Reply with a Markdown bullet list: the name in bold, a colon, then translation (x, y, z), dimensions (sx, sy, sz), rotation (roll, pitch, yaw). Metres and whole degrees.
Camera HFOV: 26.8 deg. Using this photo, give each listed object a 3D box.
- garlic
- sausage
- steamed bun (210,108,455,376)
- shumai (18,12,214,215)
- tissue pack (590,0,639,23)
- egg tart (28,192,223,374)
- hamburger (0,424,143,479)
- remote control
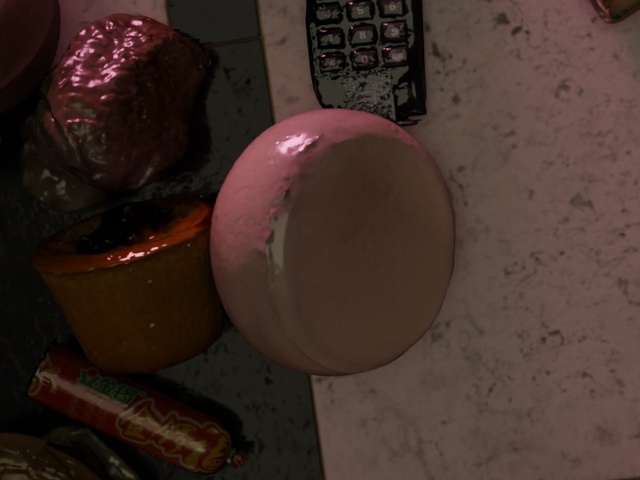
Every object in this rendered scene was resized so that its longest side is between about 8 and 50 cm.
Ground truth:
- **garlic**: translation (-0.373, -0.184, 1.446), dimensions (0.132, 0.325, 0.279), rotation (35, 130, -17)
- **sausage**: translation (-0.206, 0.199, 1.542), dimensions (0.264, 0.083, 0.083), rotation (24, 96, 3)
- **steamed bun**: translation (0.000, 0.000, 1.432), dimensions (0.283, 0.177, 0.283), rotation (-5, 98, -38)
- **shumai**: translation (-0.253, -0.143, 1.482), dimensions (0.185, 0.184, 0.218), rotation (-2, 59, 33)
- **tissue pack**: translation (0.354, -0.361, 1.434), dimensions (0.222, 0.090, 0.186), rotation (-34, 88, 6)
- **egg tart**: translation (-0.202, 0.042, 1.474), dimensions (0.215, 0.215, 0.171), rotation (-10, 108, 7)
- **hamburger**: translation (-0.338, 0.351, 1.535), dimensions (0.265, 0.134, 0.285), rotation (42, 99, 4)
- **remote control**: translation (0.046, -0.322, 1.483), dimensions (0.144, 0.062, 0.399), rotation (-4, 92, 6)
